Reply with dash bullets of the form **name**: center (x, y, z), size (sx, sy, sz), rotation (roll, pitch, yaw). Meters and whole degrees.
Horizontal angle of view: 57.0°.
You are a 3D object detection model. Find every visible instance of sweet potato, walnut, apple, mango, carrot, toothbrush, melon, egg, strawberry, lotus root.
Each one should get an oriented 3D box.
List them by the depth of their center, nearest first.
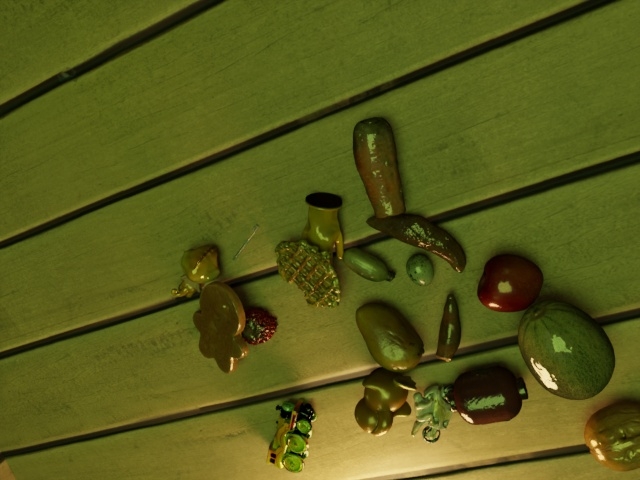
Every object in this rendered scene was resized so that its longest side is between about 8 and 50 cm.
- **melon**: center (0.713, 0.316, 1.724), size (0.248, 0.249, 0.329), rotation (-29, 115, 22)
- **apple**: center (0.561, 0.132, 1.759), size (0.168, 0.181, 0.181), rotation (20, 112, 4)
- **carrot**: center (0.174, -0.219, 1.786), size (0.138, 0.139, 0.302), rotation (-7, 105, 18)
- **walnut**: center (0.926, 0.599, 1.797), size (0.225, 0.193, 0.193), rotation (-19, 101, 21)
- **sweet potato**: center (0.307, -0.019, 1.832), size (0.341, 0.092, 0.114), rotation (26, 129, 8)
- **egg**: center (0.317, 0.094, 1.868), size (0.085, 0.085, 0.110), rotation (-27, 105, 22)
- **sweet potato**: center (0.422, 0.286, 1.901), size (0.077, 0.077, 0.244), rotation (12, 110, 13)
- **lotus root**: center (0.155, 0.085, 1.911), size (0.183, 0.090, 0.077), rotation (29, 85, 4)
- **mango**: center (0.223, 0.313, 1.935), size (0.167, 0.130, 0.262), rotation (-36, 79, 0)
- **toothbrush**: center (-0.263, 0.008, 2.053), size (0.014, 0.011, 0.167), rotation (41, 113, 6)
- **strawberry**: center (-0.230, 0.308, 2.099), size (0.145, 0.086, 0.145), rotation (5, 107, 17)

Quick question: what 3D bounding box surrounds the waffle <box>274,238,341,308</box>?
- **waffle**: center (-0.043, 0.111, 1.956), size (0.291, 0.051, 0.291), rotation (26, 138, 26)

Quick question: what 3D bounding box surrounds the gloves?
- **gloves**: center (-0.001, -0.001, 1.940), size (0.133, 0.116, 0.295), rotation (28, 126, 36)

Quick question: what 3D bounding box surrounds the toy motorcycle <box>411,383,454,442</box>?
- **toy motorcycle**: center (0.376, 0.574, 2.002), size (0.151, 0.074, 0.229), rotation (24, 101, 0)

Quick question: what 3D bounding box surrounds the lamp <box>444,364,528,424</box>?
- **lamp**: center (0.533, 0.498, 1.894), size (0.257, 0.180, 0.180), rotation (-17, 101, 22)

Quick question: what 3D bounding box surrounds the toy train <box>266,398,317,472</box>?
- **toy train**: center (-0.107, 0.721, 2.185), size (0.160, 0.100, 0.296), rotation (17, 111, 13)

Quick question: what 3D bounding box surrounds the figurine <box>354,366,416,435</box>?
- **figurine**: center (0.210, 0.529, 1.983), size (0.215, 0.215, 0.228), rotation (5, 120, 15)

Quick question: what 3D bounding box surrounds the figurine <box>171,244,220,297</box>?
- **figurine**: center (-0.441, 0.112, 2.087), size (0.156, 0.131, 0.246), rotation (33, 127, 0)

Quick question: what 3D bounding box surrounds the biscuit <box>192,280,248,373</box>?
- **biscuit**: center (-0.354, 0.305, 2.109), size (0.275, 0.052, 0.355), rotation (26, 122, 32)
